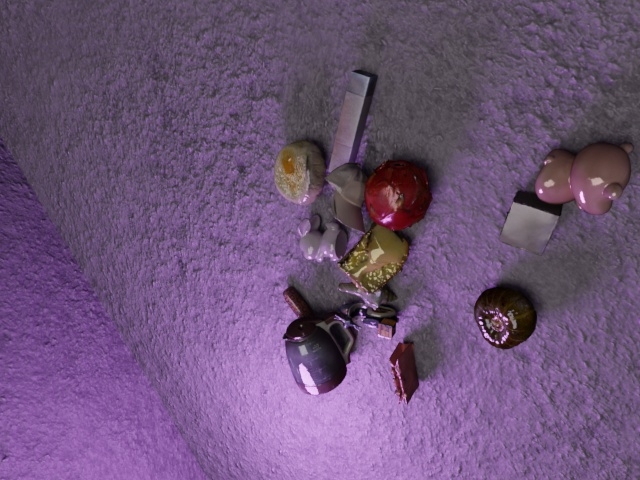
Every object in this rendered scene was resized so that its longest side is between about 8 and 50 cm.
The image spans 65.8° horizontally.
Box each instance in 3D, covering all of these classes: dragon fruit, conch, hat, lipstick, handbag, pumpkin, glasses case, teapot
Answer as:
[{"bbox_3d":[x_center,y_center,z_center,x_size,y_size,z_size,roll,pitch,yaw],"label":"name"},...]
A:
[{"bbox_3d":[0.266,-0.155,1.707,0.241,0.241,0.252,36,142,12],"label":"dragon fruit"},{"bbox_3d":[0.201,0.187,1.952,0.234,0.137,0.114,37,139,-13],"label":"conch"},{"bbox_3d":[0.130,-0.148,1.772,0.164,0.219,0.226,-39,64,18],"label":"hat"},{"bbox_3d":[0.112,-0.412,1.772,0.076,0.080,0.372,25,122,18],"label":"lipstick"},{"bbox_3d":[0.341,0.535,2.004,0.059,0.157,0.213,-3,109,31],"label":"handbag"},{"bbox_3d":[0.645,0.259,1.717,0.219,0.162,0.219,22,118,50],"label":"pumpkin"},{"bbox_3d":[-0.093,0.293,2.204,0.049,0.073,0.194,-38,90,27],"label":"glasses case"},{"bbox_3d":[-0.001,0.455,2.125,0.315,0.233,0.312,-22,115,-4],"label":"teapot"}]

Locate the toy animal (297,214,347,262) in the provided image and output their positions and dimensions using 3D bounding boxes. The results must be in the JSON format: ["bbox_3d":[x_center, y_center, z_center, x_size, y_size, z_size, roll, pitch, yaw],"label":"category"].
[{"bbox_3d":[0.006,-0.005,1.982,0.193,0.127,0.179,16,116,25],"label":"toy animal"}]

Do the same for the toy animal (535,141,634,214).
[{"bbox_3d":[0.750,-0.188,1.428,0.221,0.210,0.229,25,158,13],"label":"toy animal"}]

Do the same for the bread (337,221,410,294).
[{"bbox_3d":[0.213,0.065,1.876,0.204,0.162,0.262,46,103,7],"label":"bread"}]

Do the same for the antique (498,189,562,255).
[{"bbox_3d":[0.662,-0.063,1.560,0.146,0.148,0.152,23,121,21],"label":"antique"}]

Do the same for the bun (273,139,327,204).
[{"bbox_3d":[-0.063,-0.256,1.901,0.244,0.153,0.244,15,110,45],"label":"bun"}]

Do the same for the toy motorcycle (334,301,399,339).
[{"bbox_3d":[0.187,0.310,1.998,0.263,0.157,0.091,9,113,25],"label":"toy motorcycle"}]
